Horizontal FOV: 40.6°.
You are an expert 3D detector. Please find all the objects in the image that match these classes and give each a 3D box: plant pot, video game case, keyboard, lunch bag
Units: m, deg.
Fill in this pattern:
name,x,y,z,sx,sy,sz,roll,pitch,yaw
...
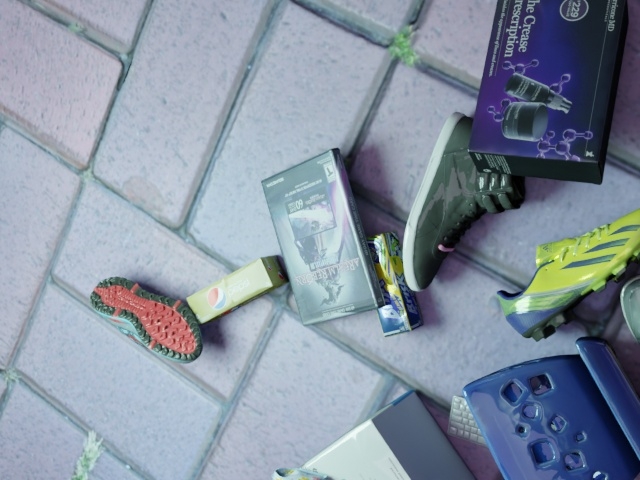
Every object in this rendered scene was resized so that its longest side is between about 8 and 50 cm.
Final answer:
name,x,y,z,sx,sy,sz,roll,pitch,yaw
plant pot,0.363,0.267,1.253,0.212,0.236,0.235,-31,76,13
video game case,0.000,0.000,1.485,0.196,0.026,0.274,-19,85,47
keyboard,0.331,0.319,1.397,0.256,0.014,0.072,13,100,24
lunch bag,-0.035,0.393,1.341,0.083,0.053,0.071,6,99,16

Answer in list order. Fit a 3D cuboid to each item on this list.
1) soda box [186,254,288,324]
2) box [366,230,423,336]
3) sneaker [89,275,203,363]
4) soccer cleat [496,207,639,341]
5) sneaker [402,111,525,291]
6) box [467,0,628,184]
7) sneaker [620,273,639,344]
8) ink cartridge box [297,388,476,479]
name,x,y,z,sx,sy,sz,roll,pitch,yaw
soda box,-0.152,0.091,1.582,0.181,0.061,0.058,-29,81,25
box,0.117,0.072,1.451,0.054,0.059,0.168,-19,86,30
sneaker,-0.313,0.159,1.645,0.262,0.125,0.104,29,70,28
soccer cleat,0.388,0.032,1.301,0.289,0.093,0.121,-45,69,22
sneaker,0.231,-0.043,1.359,0.147,0.105,0.295,21,99,28
box,0.332,-0.226,1.251,0.185,0.103,0.261,8,78,20
sneaker,0.510,0.186,1.206,0.124,0.178,0.295,-36,79,24
ink cartridge box,0.077,0.416,1.427,0.270,0.198,0.197,-40,78,24
